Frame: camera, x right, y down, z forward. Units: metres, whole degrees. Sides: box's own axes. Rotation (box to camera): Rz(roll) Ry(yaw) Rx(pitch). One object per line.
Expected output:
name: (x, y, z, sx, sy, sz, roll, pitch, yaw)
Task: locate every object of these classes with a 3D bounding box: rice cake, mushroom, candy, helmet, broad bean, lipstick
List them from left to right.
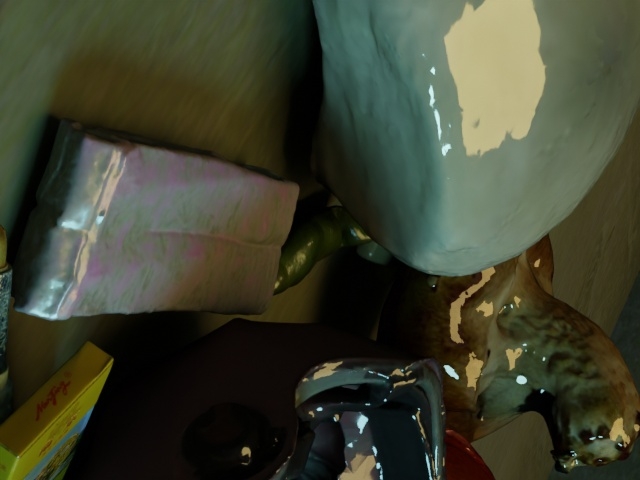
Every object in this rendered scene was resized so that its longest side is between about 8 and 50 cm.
lipstick: (-0.171, 0.044, 0.711, 0.037, 0.037, 0.116, -30, 134, -62)
rice cake: (-0.090, -0.007, 0.852, 0.106, 0.050, 0.298, -70, 161, 5)
helmet: (-0.062, 0.184, 0.902, 0.338, 0.197, 0.271, -41, 138, -38)
broad bean: (-0.004, 0.001, 1.094, 0.195, 0.061, 0.046, -25, 96, -48)
mushroom: (0.164, 0.084, 1.292, 0.267, 0.255, 0.267, -57, -172, 12)
candy: (0.153, -0.177, 1.069, 0.427, 0.186, 0.386, -36, 130, -49)

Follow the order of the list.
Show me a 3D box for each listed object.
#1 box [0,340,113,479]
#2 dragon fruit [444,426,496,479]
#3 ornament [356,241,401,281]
box: (-0.163, 0.129, 0.766, 0.087, 0.023, 0.155, -44, 167, -46)
dragon fruit: (0.045, 0.280, 1.177, 0.277, 0.277, 0.342, -65, 164, -14)
ornament: (0.090, -0.099, 1.230, 0.230, 0.061, 0.245, -54, 152, -34)
